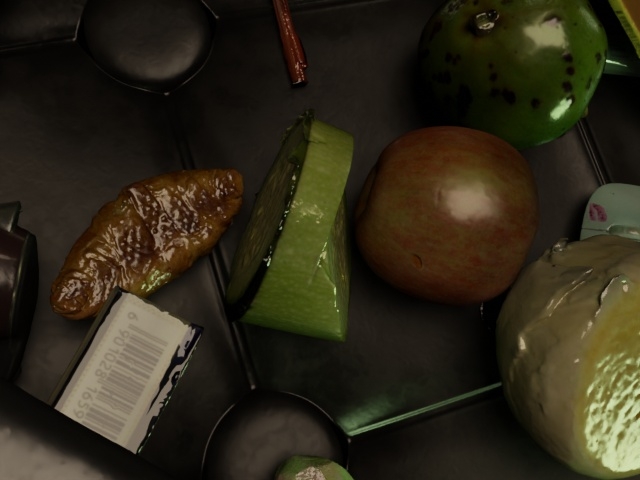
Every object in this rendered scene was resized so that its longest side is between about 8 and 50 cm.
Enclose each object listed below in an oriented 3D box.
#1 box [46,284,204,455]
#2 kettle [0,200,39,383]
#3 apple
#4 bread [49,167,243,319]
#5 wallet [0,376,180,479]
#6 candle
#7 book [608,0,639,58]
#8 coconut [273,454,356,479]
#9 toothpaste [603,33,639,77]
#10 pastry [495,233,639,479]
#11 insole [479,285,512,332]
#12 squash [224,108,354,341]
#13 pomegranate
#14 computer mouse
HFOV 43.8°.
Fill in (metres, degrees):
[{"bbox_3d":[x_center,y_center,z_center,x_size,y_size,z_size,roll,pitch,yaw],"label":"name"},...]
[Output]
[{"bbox_3d":[-0.212,0.202,0.668,0.084,0.198,0.310,29,70,-6],"label":"box"},{"bbox_3d":[-0.376,0.048,0.707,0.232,0.144,0.202,10,92,-14],"label":"kettle"},{"bbox_3d":[0.128,-0.027,0.828,0.174,0.188,0.188,17,71,-4],"label":"apple"},{"bbox_3d":[-0.177,-0.003,0.800,0.233,0.076,0.105,-40,99,-28],"label":"bread"},{"bbox_3d":[-0.216,0.222,0.522,0.406,0.062,0.228,31,69,-4],"label":"wallet"},{"bbox_3d":[-0.042,-0.260,0.936,0.026,0.021,0.167,-15,79,3],"label":"candle"},{"bbox_3d":[0.464,-0.300,0.985,0.374,0.028,0.262,46,66,-29],"label":"book"},{"bbox_3d":[-0.009,0.248,0.774,0.083,0.081,0.082,0,59,-50],"label":"coconut"},{"bbox_3d":[0.407,-0.240,1.033,0.269,0.047,0.069,0,56,-17],"label":"toothpaste"},{"bbox_3d":[0.301,0.115,0.825,0.265,0.133,0.264,-6,106,-20],"label":"pastry"},{"bbox_3d":[0.266,0.057,0.935,0.189,0.004,0.064,-23,81,-19],"label":"insole"},{"bbox_3d":[-0.006,-0.012,0.772,0.133,0.220,0.220,16,71,-5],"label":"squash"},{"bbox_3d":[0.227,-0.196,0.912,0.263,0.211,0.210,25,63,-51],"label":"pomegranate"},{"bbox_3d":[0.447,0.027,0.940,0.289,0.097,0.159,20,73,-11],"label":"computer mouse"}]
